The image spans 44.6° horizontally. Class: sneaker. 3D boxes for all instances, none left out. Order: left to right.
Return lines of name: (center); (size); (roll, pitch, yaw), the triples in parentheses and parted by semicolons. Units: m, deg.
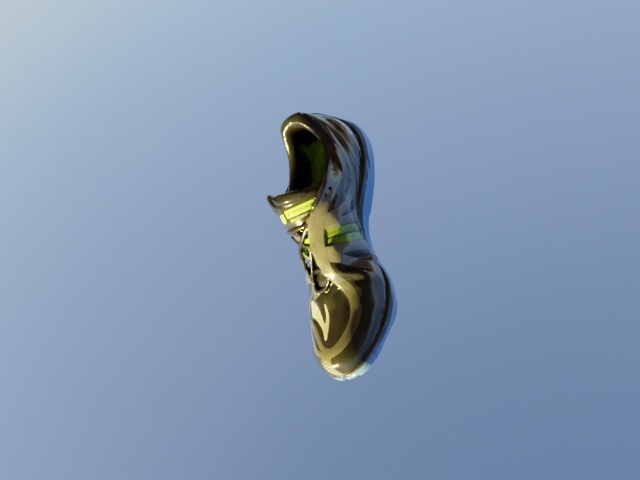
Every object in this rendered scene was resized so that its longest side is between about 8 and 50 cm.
sneaker: (0.000, 0.000, 0.508); (0.067, 0.078, 0.188); (-26, -120, 40)
